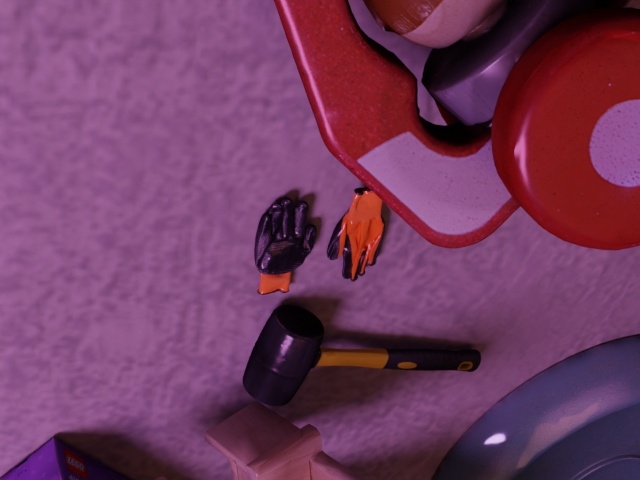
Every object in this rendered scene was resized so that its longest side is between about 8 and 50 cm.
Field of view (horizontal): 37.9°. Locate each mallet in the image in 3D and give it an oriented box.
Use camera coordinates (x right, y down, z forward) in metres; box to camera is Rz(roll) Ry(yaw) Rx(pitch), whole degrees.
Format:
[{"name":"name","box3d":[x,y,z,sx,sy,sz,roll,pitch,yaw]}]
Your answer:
[{"name":"mallet","box3d":[0.032,0.088,0.642,0.190,0.039,0.062,14,118,-38]}]

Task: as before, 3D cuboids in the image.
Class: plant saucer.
[{"name":"plant saucer","box3d":[0.242,0.216,0.839,0.317,0.044,0.317,-13,131,-15]}]

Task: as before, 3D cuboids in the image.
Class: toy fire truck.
[{"name":"toy fire truck","box3d":[0.101,-0.157,0.409,0.254,0.169,0.302,42,103,-17]}]

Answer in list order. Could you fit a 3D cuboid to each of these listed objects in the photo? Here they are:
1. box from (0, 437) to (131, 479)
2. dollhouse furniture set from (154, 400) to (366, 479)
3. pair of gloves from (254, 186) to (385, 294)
[{"name":"box","box3d":[-0.165,0.276,0.683,0.201,0.057,0.293,-38,133,6]},{"name":"dollhouse furniture set","box3d":[-0.101,0.319,0.528,0.355,0.174,0.303,-27,126,-35]},{"name":"pair of gloves","box3d":[0.000,0.000,0.569,0.083,0.010,0.074,-7,130,-17]}]
